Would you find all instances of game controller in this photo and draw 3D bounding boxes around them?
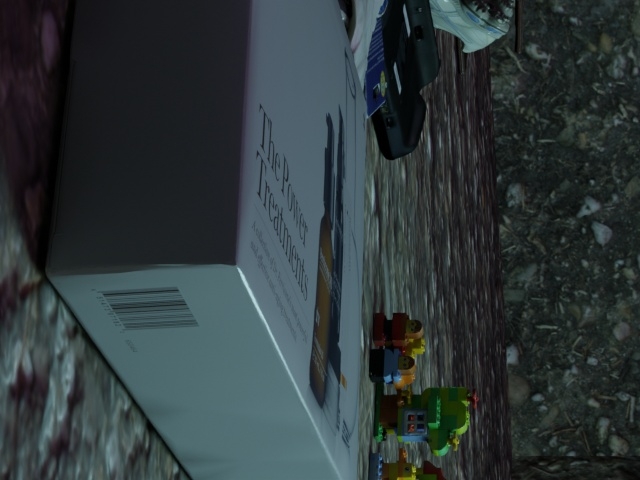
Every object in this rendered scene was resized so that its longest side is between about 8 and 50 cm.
[{"bbox_3d":[0.071,-0.214,1.917,0.319,0.067,0.166,70,35,-62],"label":"game controller"}]

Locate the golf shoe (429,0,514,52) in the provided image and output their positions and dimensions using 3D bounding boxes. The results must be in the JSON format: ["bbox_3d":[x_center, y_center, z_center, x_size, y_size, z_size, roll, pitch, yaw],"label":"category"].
[{"bbox_3d":[0.121,-0.267,2.028,0.086,0.176,0.069,-43,-168,45],"label":"golf shoe"}]

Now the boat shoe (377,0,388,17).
[{"bbox_3d":[0.021,-0.253,1.531,0.066,0.066,0.183,80,7,-53],"label":"boat shoe"}]

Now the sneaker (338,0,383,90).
[{"bbox_3d":[0.007,-0.197,1.349,0.095,0.090,0.235,80,11,-69],"label":"sneaker"}]

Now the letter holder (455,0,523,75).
[{"bbox_3d":[0.170,-0.336,2.226,0.214,0.152,0.302,80,13,-54],"label":"letter holder"}]

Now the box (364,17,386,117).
[{"bbox_3d":[0.031,-0.228,1.685,0.136,0.036,0.225,-51,138,-75],"label":"box"}]

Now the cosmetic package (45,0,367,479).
[{"bbox_3d":[-0.044,-0.038,1.026,0.377,0.097,0.284,69,19,-64],"label":"cosmetic package"}]

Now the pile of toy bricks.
[{"bbox_3d":[0.109,0.173,1.906,0.118,0.105,0.212,70,21,-63],"label":"pile of toy bricks"}]
